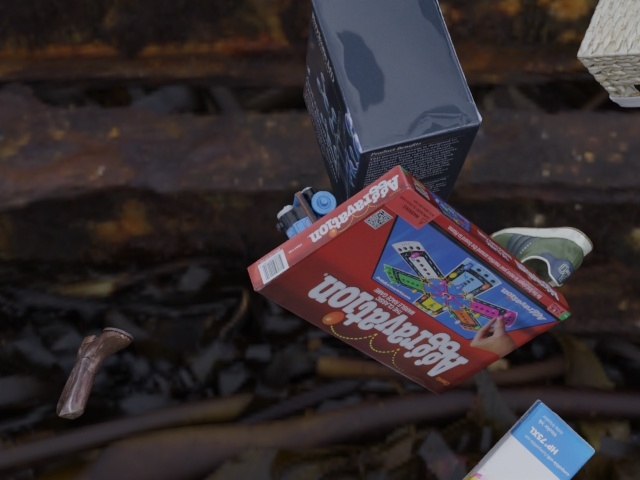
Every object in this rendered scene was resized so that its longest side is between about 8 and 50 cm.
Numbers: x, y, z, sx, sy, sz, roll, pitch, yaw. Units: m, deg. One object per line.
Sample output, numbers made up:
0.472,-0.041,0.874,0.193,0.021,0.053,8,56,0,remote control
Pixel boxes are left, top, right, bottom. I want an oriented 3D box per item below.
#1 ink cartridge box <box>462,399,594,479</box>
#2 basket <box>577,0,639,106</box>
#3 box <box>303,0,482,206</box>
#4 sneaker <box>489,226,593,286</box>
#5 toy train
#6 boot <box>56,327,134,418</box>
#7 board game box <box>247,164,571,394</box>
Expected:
0.184,0.280,1.382,0.078,0.134,0.231,43,91,10,ink cartridge box
0.391,-0.253,1.518,0.113,0.103,0.167,5,67,52,basket
0.112,-0.234,2.280,0.212,0.395,0.293,-14,73,-8,box
0.274,0.032,1.754,0.192,0.064,0.086,-7,40,53,sneaker
0.000,0.000,2.161,0.105,0.080,0.184,-28,77,-15,toy train
-0.280,0.168,1.592,0.037,0.106,0.114,36,56,-25,boot
0.081,0.043,1.048,0.145,0.281,0.027,-34,52,20,board game box
